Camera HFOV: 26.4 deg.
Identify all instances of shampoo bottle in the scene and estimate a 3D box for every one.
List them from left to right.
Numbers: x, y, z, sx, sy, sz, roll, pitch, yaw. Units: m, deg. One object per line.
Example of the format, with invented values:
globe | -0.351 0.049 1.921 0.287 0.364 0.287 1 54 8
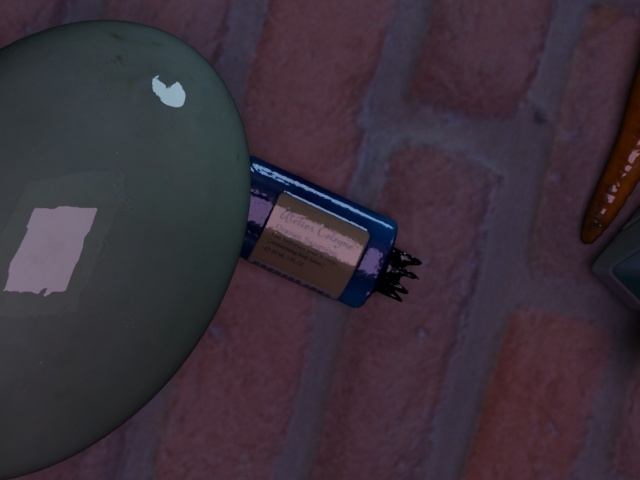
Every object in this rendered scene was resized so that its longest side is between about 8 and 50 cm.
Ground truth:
shampoo bottle | 0.000 0.000 1.205 0.183 0.050 0.087 24 89 -11

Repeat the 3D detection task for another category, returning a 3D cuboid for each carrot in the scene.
carrot | 0.296 -0.112 1.238 0.061 0.061 0.256 21 95 -11

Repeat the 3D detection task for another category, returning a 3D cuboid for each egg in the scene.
egg | -0.212 0.008 1.057 0.276 0.276 0.389 33 93 -11

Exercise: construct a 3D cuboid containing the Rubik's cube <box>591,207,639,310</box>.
Rubik's cube | 0.390 0.041 1.191 0.213 0.224 0.265 44 83 -12
